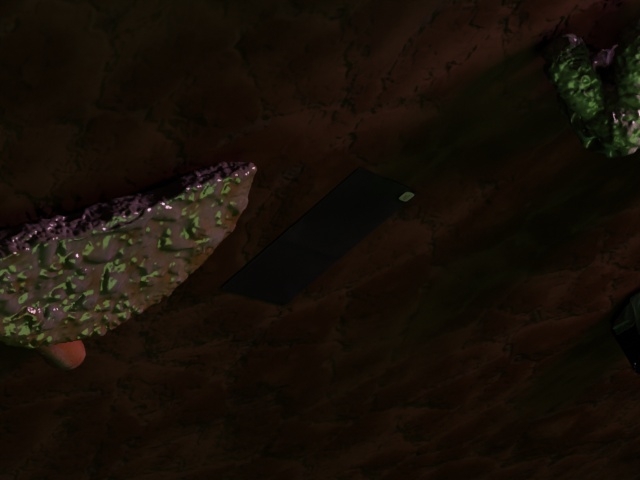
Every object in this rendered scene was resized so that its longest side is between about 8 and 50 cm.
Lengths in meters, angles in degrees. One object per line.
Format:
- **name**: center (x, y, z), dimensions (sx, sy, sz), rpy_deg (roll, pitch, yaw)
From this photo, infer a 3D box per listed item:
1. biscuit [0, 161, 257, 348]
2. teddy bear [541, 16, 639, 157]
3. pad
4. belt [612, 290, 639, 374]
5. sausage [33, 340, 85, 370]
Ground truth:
- **biscuit**: center (-0.186, 0.024, 1.357), dimensions (0.290, 0.038, 0.141), rpy_deg (-21, 137, -25)
- **teddy bear**: center (0.298, -0.128, 1.516), dimensions (0.133, 0.111, 0.213), rpy_deg (-12, 160, 21)
- **pad**: center (0.000, 0.000, 1.573), dimensions (0.193, 0.004, 0.116), rpy_deg (-40, 151, 19)
- **belt**: center (0.470, 0.108, 2.128), dimensions (0.151, 0.078, 0.198), rpy_deg (-18, 153, -13)
- **sausage**: center (-0.258, 0.076, 1.411), dimensions (0.047, 0.040, 0.177), rpy_deg (10, 162, 22)
